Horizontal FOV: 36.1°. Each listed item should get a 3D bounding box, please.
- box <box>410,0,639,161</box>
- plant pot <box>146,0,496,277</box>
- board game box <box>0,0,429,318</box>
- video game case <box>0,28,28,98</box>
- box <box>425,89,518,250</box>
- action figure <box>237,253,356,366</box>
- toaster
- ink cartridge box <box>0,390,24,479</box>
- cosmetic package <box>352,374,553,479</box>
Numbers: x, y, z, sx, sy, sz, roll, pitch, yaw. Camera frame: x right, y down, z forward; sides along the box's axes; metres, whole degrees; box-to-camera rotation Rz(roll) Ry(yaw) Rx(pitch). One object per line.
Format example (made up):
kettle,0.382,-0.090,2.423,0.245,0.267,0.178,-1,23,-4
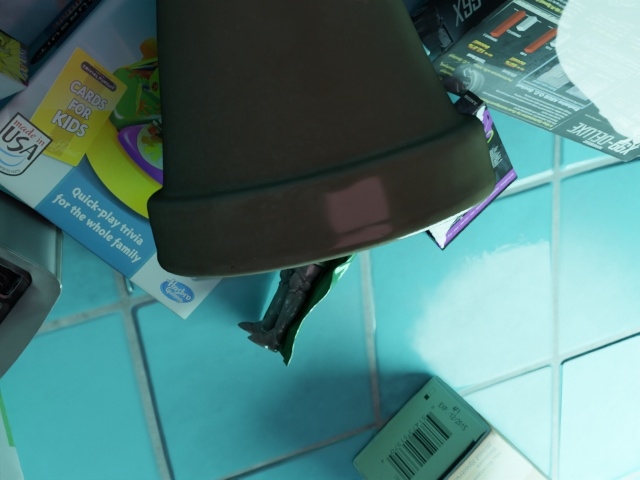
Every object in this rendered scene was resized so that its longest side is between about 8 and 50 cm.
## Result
box,0.275,-0.195,0.927,0.307,0.076,0.242,15,150,-30
plant pot,-0.022,-0.119,0.733,0.263,0.263,0.229,-18,101,-17
board game box,-0.104,-0.132,0.858,0.336,0.079,0.254,-47,124,2
video game case,-0.352,-0.117,0.648,0.232,0.041,0.210,-17,158,22
box,0.136,-0.067,0.997,0.116,0.029,0.162,-44,149,-1
action figure,0.000,0.000,0.960,0.063,0.137,0.232,30,89,-20
toaster,-0.311,0.037,0.802,0.186,0.110,0.168,34,104,-29
ink cartridge box,-0.390,0.261,0.828,0.121,0.211,0.289,34,97,-35
cosmetic package,0.198,0.314,1.180,0.153,0.129,0.296,-48,124,0
